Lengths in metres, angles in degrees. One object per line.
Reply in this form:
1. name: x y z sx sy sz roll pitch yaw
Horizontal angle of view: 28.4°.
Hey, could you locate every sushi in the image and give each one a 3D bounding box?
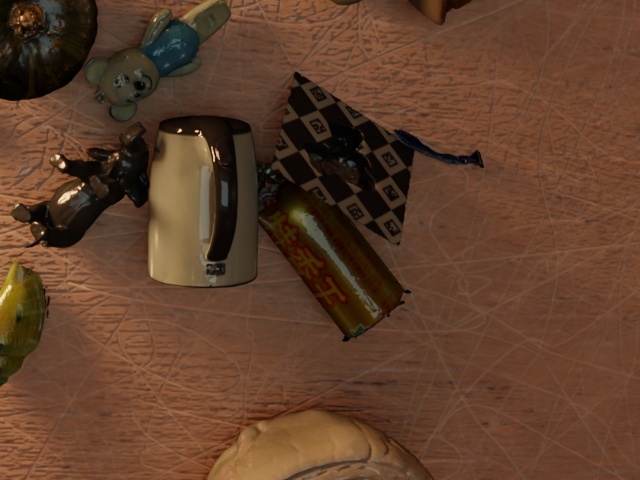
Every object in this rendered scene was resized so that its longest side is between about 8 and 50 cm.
1. sushi: 0.026 -0.111 1.887 0.231 0.220 0.047 31 134 -19

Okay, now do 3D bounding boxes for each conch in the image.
1. conch: -0.456 0.135 1.849 0.095 0.079 0.201 35 83 -38

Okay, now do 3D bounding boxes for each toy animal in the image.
1. toy animal: -0.330 -0.081 1.796 0.245 0.146 0.114 -31 79 12

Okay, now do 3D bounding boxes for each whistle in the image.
1. whistle: -0.226 -0.268 1.819 0.235 0.077 0.114 -37 128 -8

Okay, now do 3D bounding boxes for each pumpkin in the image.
1. pumpkin: -0.415 -0.298 1.719 0.223 0.157 0.224 -5 99 -31

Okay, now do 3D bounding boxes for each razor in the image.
1. razor: 0.181 -0.140 1.980 0.154 0.044 0.028 16 123 -16

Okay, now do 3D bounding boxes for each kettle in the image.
1. kettle: -0.158 -0.058 1.804 0.161 0.221 0.236 0 103 -17

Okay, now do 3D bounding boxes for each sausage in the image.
1. sausage: 0.002 -0.001 1.911 0.125 0.117 0.317 -28 109 29

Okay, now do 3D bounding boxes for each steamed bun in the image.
1. steamed bun: -0.024 0.389 1.927 0.383 0.247 0.236 -23 104 -8

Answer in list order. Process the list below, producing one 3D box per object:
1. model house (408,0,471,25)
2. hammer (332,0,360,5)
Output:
1. model house: 0.206 -0.474 1.851 0.229 0.199 0.219 -27 153 -24
2. hammer: 0.071 -0.453 1.750 0.202 0.305 0.113 47 55 -20
